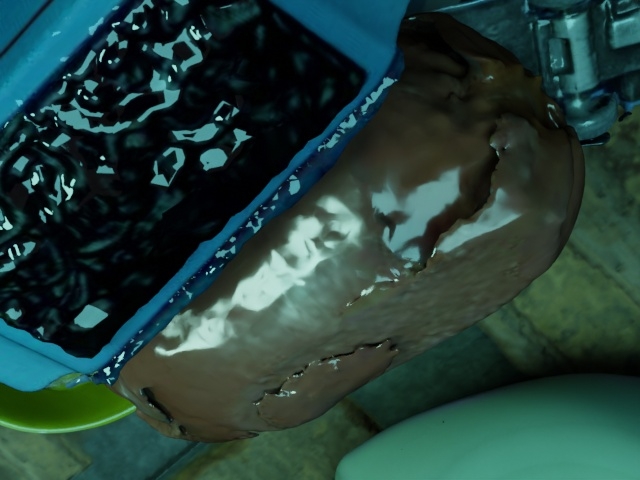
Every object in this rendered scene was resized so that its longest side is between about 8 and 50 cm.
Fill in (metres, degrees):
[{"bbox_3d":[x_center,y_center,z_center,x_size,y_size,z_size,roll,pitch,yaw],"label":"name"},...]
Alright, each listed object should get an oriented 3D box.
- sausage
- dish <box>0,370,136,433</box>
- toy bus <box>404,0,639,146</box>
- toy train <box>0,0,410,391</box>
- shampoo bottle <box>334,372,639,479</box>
[{"bbox_3d":[0.000,0.000,0.935,0.280,0.152,0.152,-33,125,29],"label":"sausage"},{"bbox_3d":[-0.140,0.022,1.059,0.208,0.080,0.148,-11,114,-11],"label":"dish"},{"bbox_3d":[0.173,-0.140,1.017,0.297,0.131,0.106,-17,125,-5],"label":"toy bus"},{"bbox_3d":[-0.118,-0.096,0.869,0.300,0.265,0.188,-46,132,17],"label":"toy train"},{"bbox_3d":[0.195,0.174,1.201,0.350,0.151,0.221,-15,116,-7],"label":"shampoo bottle"}]
